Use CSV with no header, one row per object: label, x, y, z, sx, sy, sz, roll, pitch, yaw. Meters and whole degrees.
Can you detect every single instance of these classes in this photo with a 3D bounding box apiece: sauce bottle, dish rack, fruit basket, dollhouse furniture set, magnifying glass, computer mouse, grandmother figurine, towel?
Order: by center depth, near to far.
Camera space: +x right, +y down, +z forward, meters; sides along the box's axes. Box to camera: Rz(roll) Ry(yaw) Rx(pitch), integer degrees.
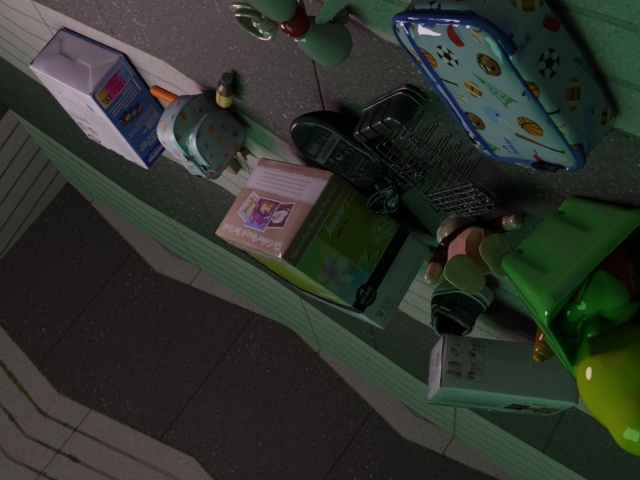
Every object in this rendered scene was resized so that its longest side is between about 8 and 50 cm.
fruit basket,0.487,0.155,1.451,0.392,0.283,0.392,47,176,5
dish rack,0.193,-0.145,1.638,0.271,0.074,0.208,39,166,-14
grandmother figurine,0.274,0.005,1.682,0.342,0.208,0.104,-97,-15,-81
computer mouse,0.066,-0.171,1.813,0.272,0.072,0.188,33,145,-8
sauce bottle,-0.206,-0.329,2.018,0.042,0.042,0.128,37,164,0
towel,0.319,0.093,2.145,0.237,0.021,0.102,46,166,-31
magnifying glass,-0.339,-0.339,2.319,0.231,0.026,0.092,26,162,28
dollhouse furniture set,-0.247,-0.195,2.381,0.161,0.101,0.182,24,160,39

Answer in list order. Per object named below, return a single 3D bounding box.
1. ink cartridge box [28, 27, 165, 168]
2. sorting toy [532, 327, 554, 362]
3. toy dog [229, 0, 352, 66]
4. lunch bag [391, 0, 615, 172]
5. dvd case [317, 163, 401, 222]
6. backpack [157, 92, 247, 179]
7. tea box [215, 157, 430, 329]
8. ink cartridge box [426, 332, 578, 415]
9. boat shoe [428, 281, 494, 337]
ink cartridge box,-0.569,-0.361,2.509,0.270,0.151,0.395,28,161,31
sorting toy,0.450,0.144,1.807,0.127,0.126,0.365,29,163,27
toy dog,-0.049,-0.401,1.353,0.220,0.161,0.334,29,178,18
lunch bag,0.242,-0.217,1.244,0.243,0.115,0.303,19,156,53
dvd case,0.072,-0.134,2.001,0.179,0.029,0.238,26,162,32
backpack,-0.279,-0.251,2.168,0.188,0.166,0.144,42,163,-29
tea box,0.000,0.000,2.065,0.323,0.220,0.329,35,171,-32
ink cartridge box,0.413,0.321,2.154,0.309,0.130,0.272,7,162,0
boat shoe,0.300,0.169,2.140,0.121,0.119,0.335,36,167,7
